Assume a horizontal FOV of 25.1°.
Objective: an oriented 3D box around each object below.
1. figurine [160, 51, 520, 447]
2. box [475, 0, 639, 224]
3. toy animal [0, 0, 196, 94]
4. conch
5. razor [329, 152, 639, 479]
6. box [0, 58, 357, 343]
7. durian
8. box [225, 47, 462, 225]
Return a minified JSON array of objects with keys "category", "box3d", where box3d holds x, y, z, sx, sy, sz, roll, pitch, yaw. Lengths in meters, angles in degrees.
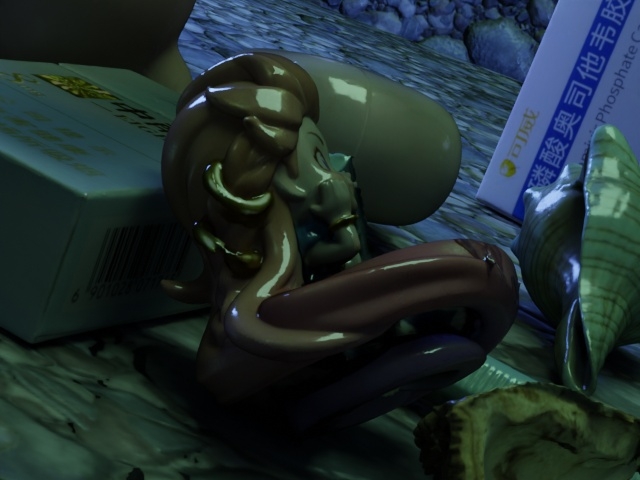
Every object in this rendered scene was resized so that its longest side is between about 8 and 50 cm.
[{"category":"figurine","box3d":[-0.011,0.007,0.539,0.157,0.114,0.126,44,0,9]},{"category":"box","box3d":[0.271,-0.146,1.113,0.200,0.343,0.065,32,16,37]},{"category":"toy animal","box3d":[-0.183,-0.192,0.931,0.269,0.237,0.326,13,9,10]},{"category":"conch","box3d":[0.178,0.002,0.831,0.114,0.137,0.234,4,8,-3]},{"category":"razor","box3d":[0.089,0.070,0.614,0.278,0.056,0.111,36,-22,27]},{"category":"box","box3d":[-0.104,-0.027,0.654,0.155,0.067,0.243,28,15,20]},{"category":"durian","box3d":[0.075,0.078,0.525,0.130,0.066,0.052,22,10,-44]},{"category":"box","box3d":[0.003,-0.066,0.892,0.146,0.088,0.200,19,1,-22]}]
